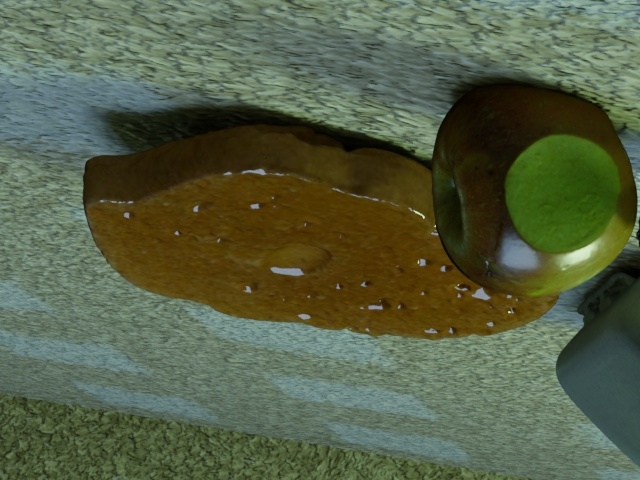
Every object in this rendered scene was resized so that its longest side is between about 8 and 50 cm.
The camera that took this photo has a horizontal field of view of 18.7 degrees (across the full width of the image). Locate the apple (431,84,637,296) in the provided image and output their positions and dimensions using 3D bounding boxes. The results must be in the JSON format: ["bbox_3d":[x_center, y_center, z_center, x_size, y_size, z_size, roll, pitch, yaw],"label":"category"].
[{"bbox_3d":[0.162,-0.040,1.468,0.147,0.163,0.146,-9,-174,-13],"label":"apple"}]

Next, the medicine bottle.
[{"bbox_3d":[0.374,0.160,1.987,0.282,0.123,0.375,42,168,6],"label":"medicine bottle"}]

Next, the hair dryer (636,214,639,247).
[{"bbox_3d":[0.301,-0.011,1.461,0.195,0.075,0.219,-10,-179,35],"label":"hair dryer"}]

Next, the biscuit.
[{"bbox_3d":[0.000,-0.001,1.775,0.455,0.078,0.350,14,152,-17],"label":"biscuit"}]
